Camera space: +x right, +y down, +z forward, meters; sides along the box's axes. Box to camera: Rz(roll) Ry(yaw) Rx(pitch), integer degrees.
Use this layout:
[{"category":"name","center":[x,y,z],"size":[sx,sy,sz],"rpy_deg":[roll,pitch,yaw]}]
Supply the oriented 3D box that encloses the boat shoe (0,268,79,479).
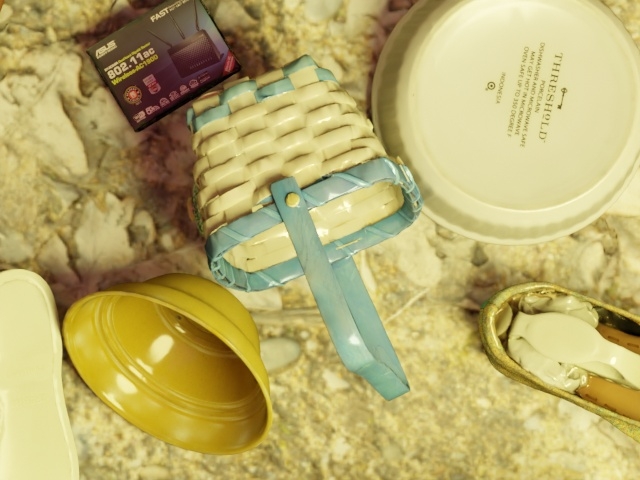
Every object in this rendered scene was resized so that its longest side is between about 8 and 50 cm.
[{"category":"boat shoe","center":[-0.299,0.178,1.704],"size":[0.109,0.091,0.305],"rpy_deg":[-4,93,-36]}]

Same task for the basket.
[{"category":"basket","center":[0.000,0.000,1.629],"size":[0.201,0.255,0.289],"rpy_deg":[-28,72,2]}]

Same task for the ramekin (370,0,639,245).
[{"category":"ramekin","center":[0.183,-0.129,1.684],"size":[0.273,0.127,0.273],"rpy_deg":[0,90,0]}]

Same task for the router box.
[{"category":"router box","center":[-0.150,-0.174,1.726],"size":[0.122,0.038,0.092],"rpy_deg":[-32,90,0]}]

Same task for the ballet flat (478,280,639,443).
[{"category":"ballet flat","center":[0.301,0.125,1.637],"size":[0.348,0.123,0.123],"rpy_deg":[21,90,21]}]

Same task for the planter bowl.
[{"category":"planter bowl","center":[-0.125,0.096,1.681],"size":[0.217,0.217,0.090],"rpy_deg":[32,51,0]}]

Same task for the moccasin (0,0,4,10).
[{"category":"moccasin","center":[-0.384,-0.208,1.669],"size":[0.139,0.147,0.380],"rpy_deg":[21,87,0]}]
